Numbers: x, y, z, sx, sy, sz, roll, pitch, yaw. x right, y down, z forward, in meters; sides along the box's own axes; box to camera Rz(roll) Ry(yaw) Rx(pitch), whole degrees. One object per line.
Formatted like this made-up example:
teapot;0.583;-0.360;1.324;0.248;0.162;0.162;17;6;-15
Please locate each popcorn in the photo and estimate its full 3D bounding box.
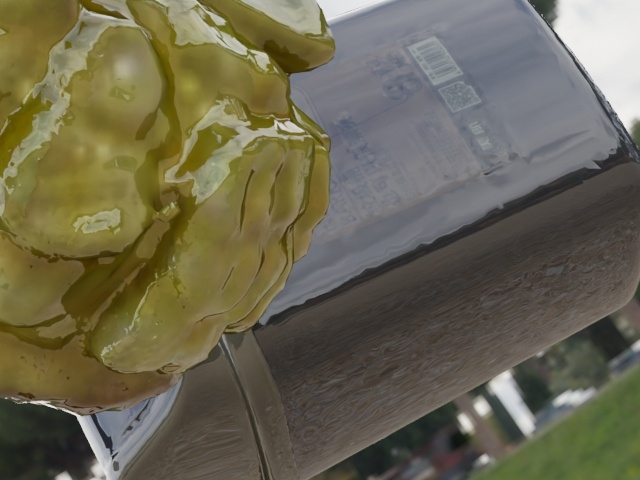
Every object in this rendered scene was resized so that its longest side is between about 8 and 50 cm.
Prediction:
popcorn;-0.097;-0.042;0.540;0.189;0.218;0.169;-18;-51;-53

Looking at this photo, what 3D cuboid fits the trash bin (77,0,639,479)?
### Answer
trash bin;0.000;0.000;0.819;0.290;0.209;0.182;-24;-33;-10
